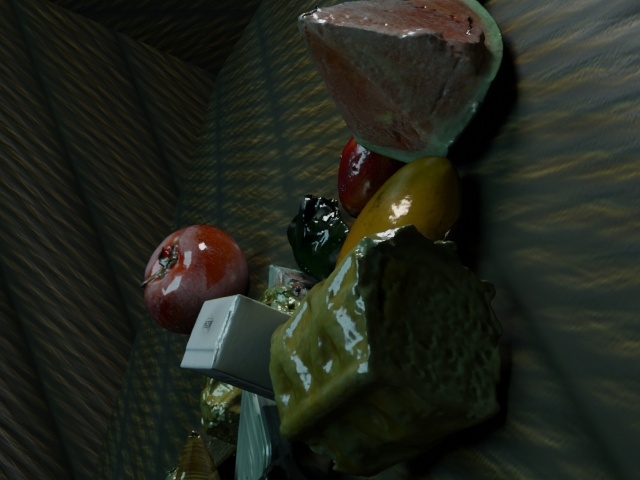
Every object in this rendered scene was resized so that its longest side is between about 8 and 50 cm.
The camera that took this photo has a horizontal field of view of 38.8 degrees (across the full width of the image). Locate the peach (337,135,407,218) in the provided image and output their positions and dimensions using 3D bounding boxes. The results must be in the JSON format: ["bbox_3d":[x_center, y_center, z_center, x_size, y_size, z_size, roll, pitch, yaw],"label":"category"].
[{"bbox_3d":[0.078,-0.118,1.517,0.172,0.092,0.127,-61,21,17],"label":"peach"}]

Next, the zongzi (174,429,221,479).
[{"bbox_3d":[-0.227,0.502,1.525,0.286,0.134,0.288,-52,45,41],"label":"zongzi"}]

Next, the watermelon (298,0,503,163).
[{"bbox_3d":[0.106,-0.213,1.308,0.283,0.293,0.250,-111,21,-61],"label":"watermelon"}]

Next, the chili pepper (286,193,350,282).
[{"bbox_3d":[-0.006,-0.002,1.592,0.264,0.116,0.148,-138,68,-73],"label":"chili pepper"}]

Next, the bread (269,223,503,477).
[{"bbox_3d":[0.071,0.137,1.028,0.252,0.196,0.238,-34,58,52],"label":"bread"}]

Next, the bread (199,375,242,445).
[{"bbox_3d":[-0.155,0.234,1.672,0.152,0.130,0.267,81,-174,-58],"label":"bread"}]

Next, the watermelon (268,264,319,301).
[{"bbox_3d":[-0.031,0.124,1.598,0.241,0.094,0.154,175,108,-69],"label":"watermelon"}]

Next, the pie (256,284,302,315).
[{"bbox_3d":[-0.069,0.174,1.513,0.248,0.090,0.201,-35,70,63],"label":"pie"}]

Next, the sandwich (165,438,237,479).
[{"bbox_3d":[-0.233,0.449,1.685,0.193,0.058,0.162,-27,-27,-56],"label":"sandwich"}]

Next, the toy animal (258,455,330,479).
[{"bbox_3d":[-0.023,0.372,1.155,0.245,0.114,0.146,23,98,35],"label":"toy animal"}]

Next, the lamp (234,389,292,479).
[{"bbox_3d":[-0.091,0.353,1.386,0.266,0.047,0.269,-115,29,-66],"label":"lamp"}]

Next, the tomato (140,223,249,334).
[{"bbox_3d":[-0.292,0.098,2.166,0.270,0.227,0.270,-31,42,34],"label":"tomato"}]

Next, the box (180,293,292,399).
[{"bbox_3d":[-0.040,0.169,1.236,0.194,0.260,0.111,-17,54,68],"label":"box"}]

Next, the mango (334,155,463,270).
[{"bbox_3d":[0.109,-0.004,1.204,0.187,0.138,0.257,112,-178,-52],"label":"mango"}]
